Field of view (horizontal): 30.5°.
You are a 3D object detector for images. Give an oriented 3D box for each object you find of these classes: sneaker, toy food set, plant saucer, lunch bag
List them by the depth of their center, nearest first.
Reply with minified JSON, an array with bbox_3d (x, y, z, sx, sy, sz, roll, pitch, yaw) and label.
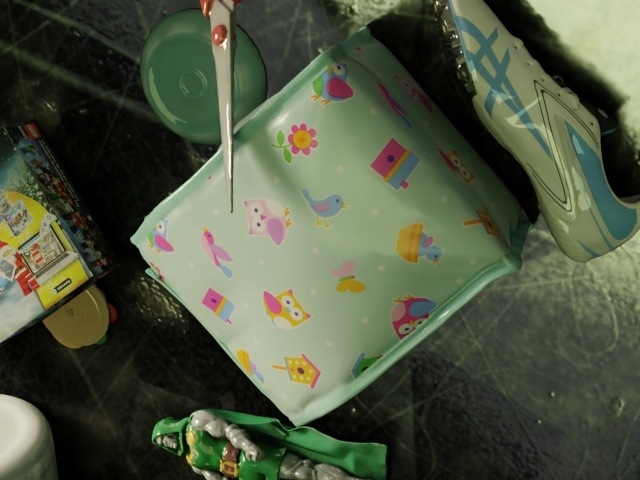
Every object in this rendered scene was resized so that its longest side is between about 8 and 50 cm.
[{"bbox_3d":[0.161,-0.097,0.870,0.086,0.085,0.237,-34,94,4],"label":"sneaker"},{"bbox_3d":[0.000,0.000,0.928,0.262,0.160,0.223,-41,94,25],"label":"lunch bag"},{"bbox_3d":[-0.104,-0.134,0.990,0.119,0.021,0.119,9,116,19],"label":"plant saucer"},{"bbox_3d":[-0.237,0.066,1.134,0.083,0.020,0.083,-15,105,27],"label":"toy food set"}]

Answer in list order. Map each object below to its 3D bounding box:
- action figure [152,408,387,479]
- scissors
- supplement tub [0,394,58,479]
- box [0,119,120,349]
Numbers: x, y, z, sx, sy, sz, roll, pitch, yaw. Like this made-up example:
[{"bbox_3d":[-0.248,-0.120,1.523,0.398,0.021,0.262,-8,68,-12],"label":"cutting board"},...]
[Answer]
[{"bbox_3d":[-0.055,0.214,1.104,0.232,0.063,0.137,16,121,19],"label":"action figure"},{"bbox_3d":[-0.068,-0.171,0.861,0.109,0.021,0.297,-36,56,37],"label":"scissors"},{"bbox_3d":[-0.356,0.331,1.201,0.194,0.193,0.315,9,116,19],"label":"supplement tub"},{"bbox_3d":[-0.316,0.013,1.116,0.233,0.044,0.159,-32,87,31],"label":"box"}]
